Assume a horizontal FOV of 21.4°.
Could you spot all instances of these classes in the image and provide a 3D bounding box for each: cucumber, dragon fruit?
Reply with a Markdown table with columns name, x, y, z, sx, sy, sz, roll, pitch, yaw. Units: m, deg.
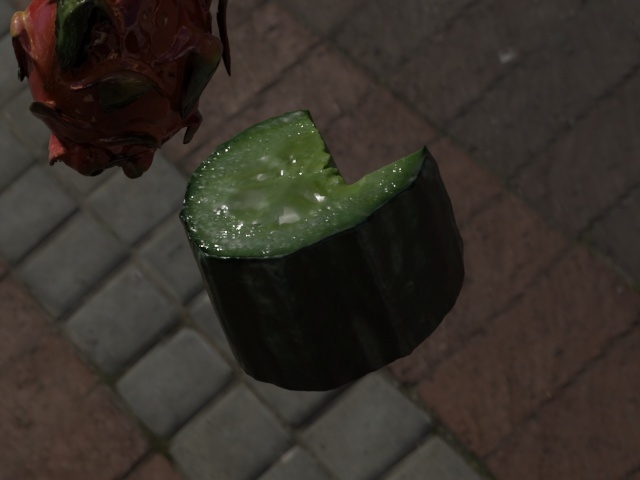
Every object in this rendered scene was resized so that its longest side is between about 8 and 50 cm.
| name | x | y | z | sx | sy | sz | roll | pitch | yaw |
| --- | --- | --- | --- | --- | --- | --- | --- | --- | --- |
| cucumber | -0.010 | 0.004 | 1.197 | 0.191 | 0.130 | 0.191 | -10 | 38 | 8 |
| dragon fruit | -0.079 | -0.082 | 0.675 | 0.086 | 0.116 | 0.081 | -11 | 46 | -23 |
